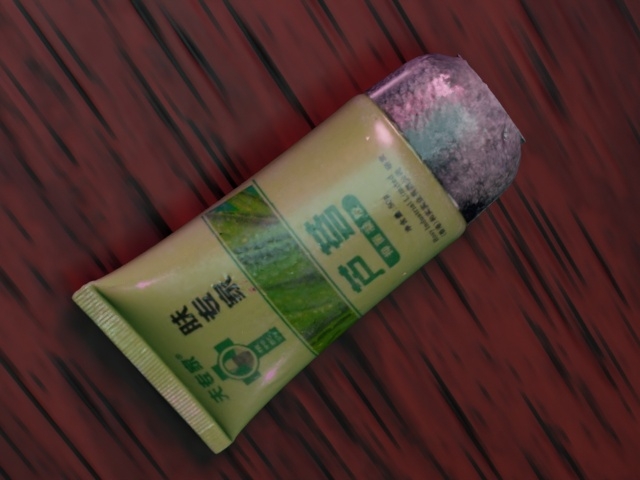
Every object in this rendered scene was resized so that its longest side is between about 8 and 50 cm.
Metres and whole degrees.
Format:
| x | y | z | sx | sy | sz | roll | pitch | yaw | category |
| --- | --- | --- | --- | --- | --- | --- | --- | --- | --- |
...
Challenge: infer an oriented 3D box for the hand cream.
| x | y | z | sx | sy | sz | roll | pitch | yaw | category |
| --- | --- | --- | --- | --- | --- | --- | --- | --- | --- |
| 0.000 | 0.000 | 0.646 | 0.175 | 0.046 | 0.095 | -40 | 119 | -2 | hand cream |
